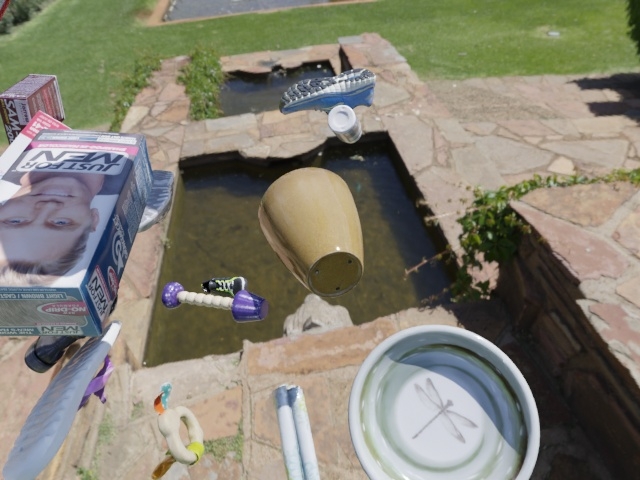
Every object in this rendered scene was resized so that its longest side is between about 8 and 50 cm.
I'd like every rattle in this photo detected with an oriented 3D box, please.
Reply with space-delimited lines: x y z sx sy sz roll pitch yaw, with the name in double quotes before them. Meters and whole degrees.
"rattle" -0.359 0.425 0.956 0.142 0.200 0.130 -18 33 19

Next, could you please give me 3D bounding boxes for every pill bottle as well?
"pill bottle" 0.072 -0.322 1.204 0.078 0.078 0.137 8 1 15

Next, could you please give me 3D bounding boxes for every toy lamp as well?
"toy lamp" -0.255 0.150 1.034 0.274 0.080 0.080 2 42 23

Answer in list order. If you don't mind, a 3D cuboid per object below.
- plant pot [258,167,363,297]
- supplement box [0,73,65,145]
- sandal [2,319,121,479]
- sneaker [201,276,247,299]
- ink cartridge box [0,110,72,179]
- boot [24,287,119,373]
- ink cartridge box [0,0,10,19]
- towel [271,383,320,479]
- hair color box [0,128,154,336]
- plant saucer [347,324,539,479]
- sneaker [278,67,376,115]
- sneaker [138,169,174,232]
"plant pot" 0.000 0.000 0.942 0.237 0.237 0.254 -14 36 -9
"supplement box" -0.774 -0.356 1.157 0.073 0.130 0.239 -2 33 -13
"sandal" -0.527 0.341 0.929 0.169 0.102 0.416 -32 24 15
"sneaker" -0.364 0.179 1.585 0.234 0.084 0.097 -9 -13 44
"ink cartridge box" -0.685 -0.124 1.038 0.131 0.226 0.306 34 74 -9
"boot" -0.578 0.178 1.038 0.229 0.091 0.263 -38 33 5
"ink cartridge box" -0.483 -0.443 0.562 0.273 0.114 0.197 46 104 28
"towel" -0.059 0.567 1.120 0.090 0.320 0.375 -11 72 -7
"hair color box" -0.373 -0.031 0.629 0.173 0.105 0.347 1 44 -8
"plant saucer" 0.265 0.395 0.962 0.400 0.100 0.401 -3 74 12
"sneaker" 0.026 -0.456 1.417 0.329 0.147 0.130 -12 41 -1
"sneaker" -0.423 -0.082 1.091 0.105 0.115 0.281 4 29 -4
